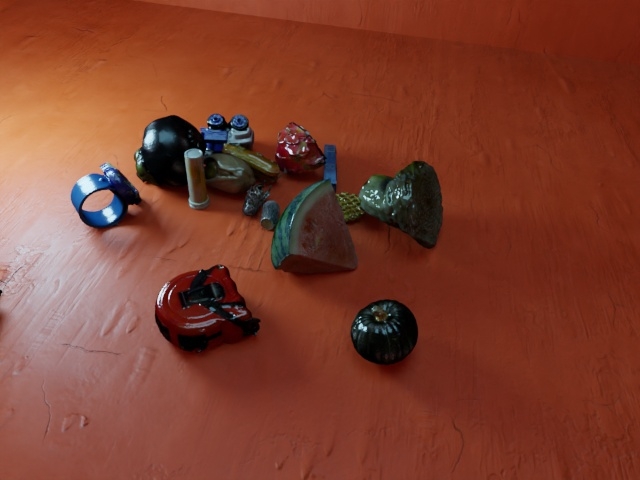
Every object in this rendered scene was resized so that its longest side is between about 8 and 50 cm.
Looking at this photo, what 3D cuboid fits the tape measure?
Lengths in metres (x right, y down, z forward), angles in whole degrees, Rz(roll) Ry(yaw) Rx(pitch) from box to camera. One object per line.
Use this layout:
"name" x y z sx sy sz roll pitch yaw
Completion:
"tape measure" -0.332 0.195 1.452 0.261 0.114 0.253 -16 46 -21

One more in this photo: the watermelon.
"watermelon" -0.019 -0.029 1.628 0.293 0.250 0.283 9 48 9

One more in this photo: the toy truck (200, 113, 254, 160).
"toy truck" -0.378 -0.400 2.083 0.213 0.161 0.176 2 63 -4

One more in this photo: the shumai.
"shumai" 0.268 -0.116 1.797 0.264 0.303 0.309 -4 -2 33

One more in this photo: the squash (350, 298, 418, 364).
"squash" 0.177 0.249 1.410 0.193 0.155 0.193 8 18 -3

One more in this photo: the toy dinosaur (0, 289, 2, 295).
"toy dinosaur" -0.966 0.205 1.418 0.120 0.079 0.291 -3 46 -5

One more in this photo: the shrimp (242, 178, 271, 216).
"shrimp" -0.232 -0.160 1.871 0.073 0.074 0.190 16 45 4

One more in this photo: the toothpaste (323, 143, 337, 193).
"toothpaste" 0.036 -0.284 2.034 0.053 0.066 0.272 3 42 -2

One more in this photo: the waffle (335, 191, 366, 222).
"waffle" 0.072 -0.120 1.880 0.191 0.038 0.191 1 43 -1

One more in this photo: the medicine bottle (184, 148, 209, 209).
"medicine bottle" -0.436 -0.215 1.809 0.074 0.218 0.073 3 42 -3

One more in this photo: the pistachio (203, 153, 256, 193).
"pistachio" -0.349 -0.249 1.921 0.238 0.153 0.137 17 85 17

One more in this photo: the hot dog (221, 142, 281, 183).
"hot dog" -0.269 -0.302 1.977 0.270 0.109 0.072 29 61 8

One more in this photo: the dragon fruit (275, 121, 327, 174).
"dragon fruit" -0.099 -0.348 2.015 0.262 0.163 0.189 30 88 43

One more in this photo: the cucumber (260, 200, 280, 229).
"cucumber" -0.178 -0.088 1.813 0.064 0.064 0.111 4 45 -1

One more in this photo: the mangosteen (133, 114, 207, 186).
"mangosteen" -0.560 -0.313 1.909 0.233 0.287 0.287 21 37 -25

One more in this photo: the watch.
"watch" -0.732 -0.142 1.748 0.200 0.196 0.171 -39 45 -11
